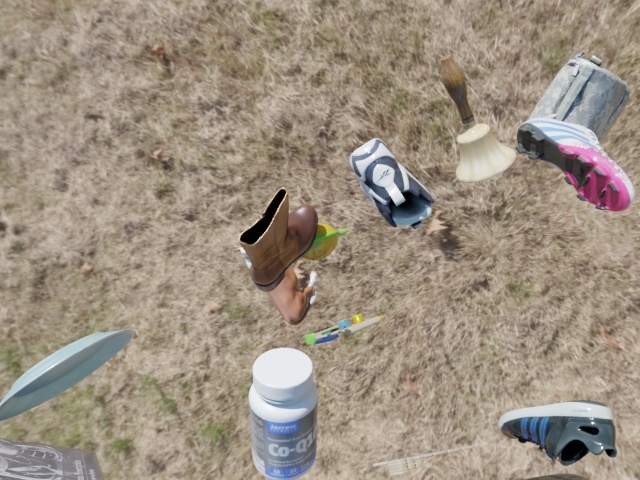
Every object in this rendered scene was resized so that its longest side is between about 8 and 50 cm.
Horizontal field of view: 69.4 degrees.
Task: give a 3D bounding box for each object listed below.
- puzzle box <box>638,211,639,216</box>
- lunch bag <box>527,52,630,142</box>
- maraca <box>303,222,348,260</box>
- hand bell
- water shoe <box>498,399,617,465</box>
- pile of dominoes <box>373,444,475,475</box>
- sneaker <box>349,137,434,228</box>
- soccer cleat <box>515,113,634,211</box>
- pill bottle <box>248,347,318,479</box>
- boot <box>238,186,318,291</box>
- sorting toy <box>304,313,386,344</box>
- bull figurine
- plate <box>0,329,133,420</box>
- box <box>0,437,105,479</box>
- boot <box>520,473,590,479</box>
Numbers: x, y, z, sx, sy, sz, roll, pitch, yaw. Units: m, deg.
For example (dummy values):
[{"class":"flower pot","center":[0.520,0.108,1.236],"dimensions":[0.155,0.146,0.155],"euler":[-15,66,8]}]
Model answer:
[{"class":"puzzle box","center":[0.831,-0.022,0.973],"dimensions":[0.272,0.408,0.052],"euler":[56,140,11]},{"class":"lunch bag","center":[0.766,-0.385,1.410],"dimensions":[0.212,0.256,0.305],"euler":[38,116,28]},{"class":"maraca","center":[0.000,0.000,1.282],"dimensions":[0.127,0.185,0.099],"euler":[-21,87,38]},{"class":"hand bell","center":[0.288,-0.248,0.916],"dimensions":[0.126,0.126,0.242],"euler":[-22,118,19]},{"class":"water shoe","center":[0.345,0.296,0.699],"dimensions":[0.072,0.203,0.080],"euler":[15,58,-14]},{"class":"pile of dominoes","center":[0.304,0.648,1.355],"dimensions":[0.196,0.251,0.040],"euler":[-42,49,47]},{"class":"sneaker","center":[0.143,-0.073,0.842],"dimensions":[0.094,0.235,0.153],"euler":[-31,66,5]},{"class":"soccer cleat","center":[0.605,-0.199,1.066],"dimensions":[0.143,0.116,0.331],"euler":[-24,49,-11]},{"class":"pill bottle","center":[-0.042,0.197,0.527],"dimensions":[0.078,0.078,0.137],"euler":[11,118,20]},{"class":"boot","center":[-0.090,-0.039,1.055],"dimensions":[0.096,0.280,0.264],"euler":[33,67,17]},{"class":"sorting toy","center":[0.091,0.305,1.670],"dimensions":[0.196,0.347,0.047],"euler":[-22,82,44]},{"class":"bull figurine","center":[-0.118,0.092,1.355],"dimensions":[0.101,0.188,0.311],"euler":[-17,104,41]},{"class":"plate","center":[-0.343,0.171,0.622],"dimensions":[0.188,0.188,0.024],"euler":[-39,82,16]},{"class":"box","center":[-0.495,0.404,0.653],"dimensions":[0.343,0.312,0.179],"euler":[-17,56,58]},{"class":"boot","center":[0.525,0.769,1.166],"dimensions":[0.377,0.138,0.285],"euler":[-15,78,7]}]
